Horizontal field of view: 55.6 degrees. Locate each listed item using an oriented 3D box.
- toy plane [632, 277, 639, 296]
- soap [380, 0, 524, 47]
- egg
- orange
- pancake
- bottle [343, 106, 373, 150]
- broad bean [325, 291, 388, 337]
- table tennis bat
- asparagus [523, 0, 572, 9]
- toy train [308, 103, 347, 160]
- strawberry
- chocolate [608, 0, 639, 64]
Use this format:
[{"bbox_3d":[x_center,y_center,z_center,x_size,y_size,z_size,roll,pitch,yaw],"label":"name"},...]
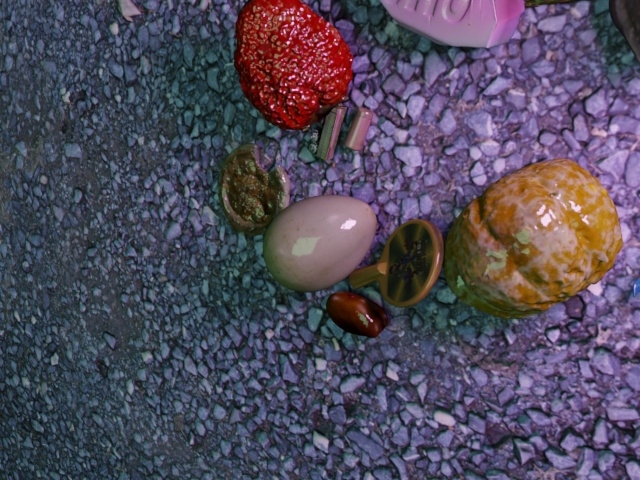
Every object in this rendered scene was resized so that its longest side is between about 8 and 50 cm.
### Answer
[{"bbox_3d":[0.686,0.040,1.060,0.254,0.105,0.271,-1,100,33],"label":"toy plane"},{"bbox_3d":[0.241,-0.503,1.204,0.324,0.109,0.192,36,128,24],"label":"soap"},{"bbox_3d":[0.000,0.000,1.430,0.296,0.218,0.218,-29,85,27],"label":"egg"},{"bbox_3d":[0.391,0.013,1.188,0.369,0.210,0.270,-40,76,31],"label":"orange"},{"bbox_3d":[-0.184,-0.130,1.628,0.254,0.037,0.253,8,105,31],"label":"pancake"},{"bbox_3d":[0.090,-0.259,1.414,0.045,0.045,0.096,32,115,23],"label":"bottle"},{"bbox_3d":[0.085,0.182,1.500,0.165,0.084,0.114,8,110,38],"label":"broad bean"},{"bbox_3d":[0.167,0.062,1.376,0.321,0.050,0.198,-22,56,55],"label":"table tennis bat"},{"bbox_3d":[0.468,-0.453,1.134,0.249,0.025,0.024,3,145,32],"label":"asparagus"},{"bbox_3d":[0.015,-0.265,1.465,0.071,0.038,0.147,26,115,25],"label":"toy train"},{"bbox_3d":[-0.071,-0.394,1.360,0.261,0.258,0.260,-5,77,24],"label":"strawberry"},{"bbox_3d":[0.605,-0.423,0.914,0.213,0.303,0.303,-12,96,-1],"label":"chocolate"}]
